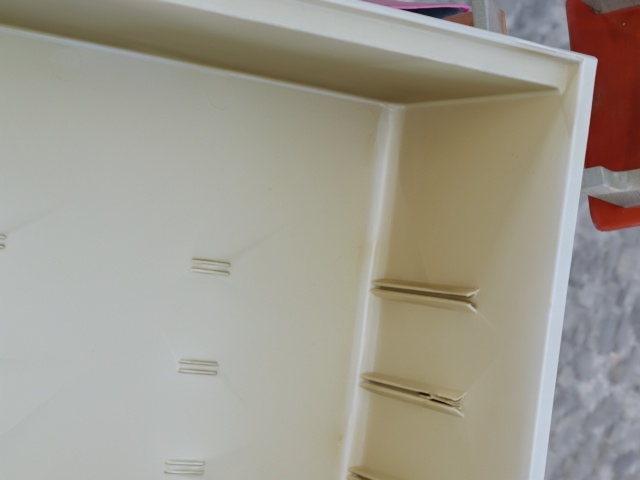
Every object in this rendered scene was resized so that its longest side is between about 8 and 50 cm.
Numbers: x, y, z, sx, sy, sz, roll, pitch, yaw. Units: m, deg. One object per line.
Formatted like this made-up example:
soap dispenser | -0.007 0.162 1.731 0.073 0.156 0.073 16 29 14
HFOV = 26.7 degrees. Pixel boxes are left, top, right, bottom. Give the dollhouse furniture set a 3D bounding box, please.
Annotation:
dollhouse furniture set | 0.184 -0.136 0.787 0.135 0.262 0.259 19 65 -62

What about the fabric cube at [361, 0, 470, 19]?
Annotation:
fabric cube | 0.032 -0.223 1.941 0.259 0.258 0.254 -11 110 -48

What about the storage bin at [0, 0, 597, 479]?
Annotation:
storage bin | -0.059 0.046 0.462 0.260 0.123 0.262 8 89 -30
